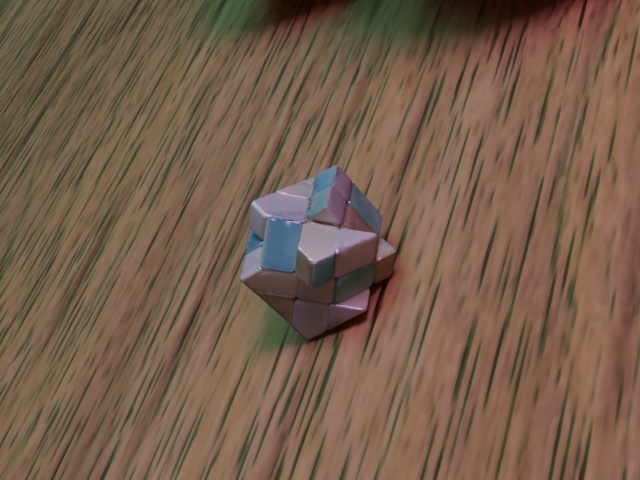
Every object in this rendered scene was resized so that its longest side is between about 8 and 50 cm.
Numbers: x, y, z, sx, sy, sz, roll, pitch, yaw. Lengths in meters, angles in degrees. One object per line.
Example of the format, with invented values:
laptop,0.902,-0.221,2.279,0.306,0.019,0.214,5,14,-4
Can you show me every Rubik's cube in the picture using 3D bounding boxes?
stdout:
Rubik's cube,0.001,0.003,0.728,0.073,0.084,0.075,-26,49,29
